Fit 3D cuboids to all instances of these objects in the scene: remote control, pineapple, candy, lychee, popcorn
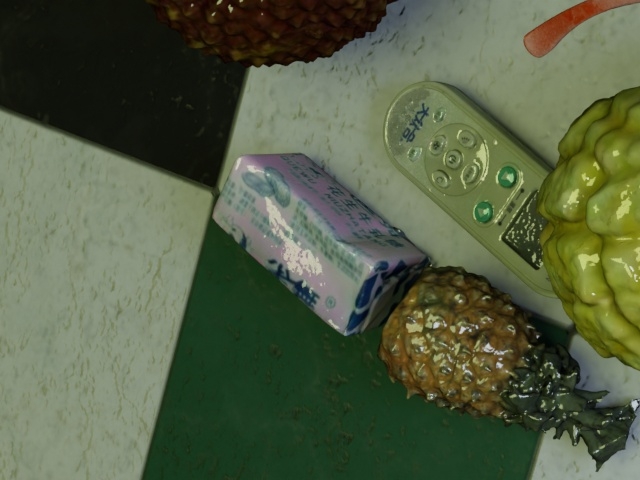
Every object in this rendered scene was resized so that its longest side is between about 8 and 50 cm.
[{"bbox_3d":[0.134,-0.040,1.462,0.221,0.042,0.078,43,111,26],"label":"remote control"},{"bbox_3d":[0.141,0.101,1.427,0.197,0.108,0.108,32,108,17],"label":"pineapple"},{"bbox_3d":[0.000,0.000,1.523,0.160,0.092,0.073,41,117,26],"label":"candy"},{"bbox_3d":[-0.034,-0.246,1.455,0.271,0.236,0.236,180,91,-68],"label":"lychee"},{"bbox_3d":[0.271,-0.015,1.245,0.270,0.258,0.224,18,117,29],"label":"popcorn"}]

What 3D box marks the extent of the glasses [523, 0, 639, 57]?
[{"bbox_3d":[0.274,-0.200,1.255,0.268,0.234,0.118,-1,112,35],"label":"glasses"}]
